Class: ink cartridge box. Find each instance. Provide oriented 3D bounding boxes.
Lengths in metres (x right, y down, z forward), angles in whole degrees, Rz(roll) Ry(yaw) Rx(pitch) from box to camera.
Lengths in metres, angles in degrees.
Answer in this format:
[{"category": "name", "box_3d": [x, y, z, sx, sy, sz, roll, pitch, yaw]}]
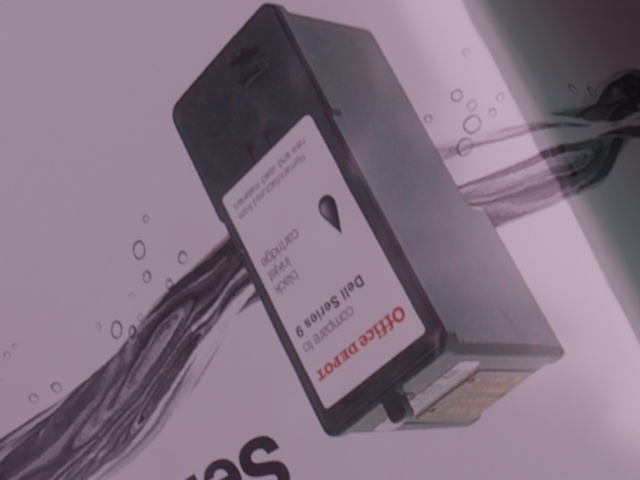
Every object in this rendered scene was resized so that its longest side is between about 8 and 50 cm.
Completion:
[{"category": "ink cartridge box", "box_3d": [0.000, 0.000, 0.512, 0.211, 0.121, 0.289, -33, 76, 29]}]
